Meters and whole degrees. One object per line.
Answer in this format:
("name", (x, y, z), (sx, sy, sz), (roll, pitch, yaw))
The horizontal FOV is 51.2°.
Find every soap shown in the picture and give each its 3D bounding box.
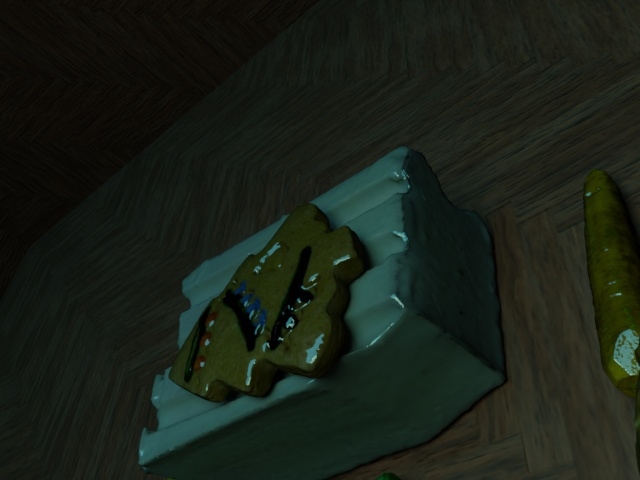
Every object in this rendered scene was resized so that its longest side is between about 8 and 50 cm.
("soap", (0.002, 0.125, 0.885), (0.435, 0.213, 0.350), (-31, 33, 30))

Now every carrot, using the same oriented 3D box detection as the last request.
("carrot", (0.323, 0.023, 0.723), (0.066, 0.066, 0.314), (-27, 34, 35))

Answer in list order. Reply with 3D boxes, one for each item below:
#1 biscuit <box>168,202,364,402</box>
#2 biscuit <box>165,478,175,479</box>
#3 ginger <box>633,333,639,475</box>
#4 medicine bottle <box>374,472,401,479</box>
("biscuit", (-0.075, 0.088, 0.777), (0.301, 0.043, 0.278), (-39, 31, 16))
("biscuit", (-0.213, 0.391, 0.987), (0.174, 0.039, 0.183), (-50, 11, -18))
("ginger", (0.342, 0.116, 0.420), (0.358, 0.152, 0.274), (-24, 42, -26))
("medicine bottle", (-0.004, 0.362, 0.767), (0.260, 0.064, 0.095), (-44, 24, 11))
